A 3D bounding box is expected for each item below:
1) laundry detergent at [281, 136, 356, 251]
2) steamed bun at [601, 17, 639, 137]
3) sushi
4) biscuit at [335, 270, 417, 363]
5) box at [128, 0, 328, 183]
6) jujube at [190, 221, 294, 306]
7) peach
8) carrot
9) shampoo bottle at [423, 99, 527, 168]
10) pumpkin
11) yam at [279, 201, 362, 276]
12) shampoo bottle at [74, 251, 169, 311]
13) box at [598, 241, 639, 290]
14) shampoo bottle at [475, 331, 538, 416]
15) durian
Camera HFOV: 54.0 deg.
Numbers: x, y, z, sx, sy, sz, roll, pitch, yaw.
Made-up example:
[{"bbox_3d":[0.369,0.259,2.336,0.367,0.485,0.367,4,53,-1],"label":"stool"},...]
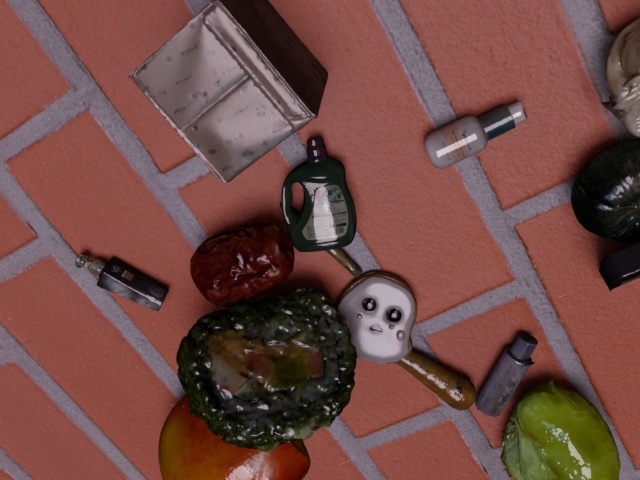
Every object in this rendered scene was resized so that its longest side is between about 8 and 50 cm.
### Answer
[{"bbox_3d":[-0.010,-0.092,1.238,0.144,0.078,0.221,-9,105,9],"label":"laundry detergent"},{"bbox_3d":[0.575,-0.301,1.069,0.218,0.144,0.211,23,129,-41],"label":"steamed bun"},{"bbox_3d":[-0.100,0.269,1.276,0.352,0.294,0.178,-11,157,-22],"label":"sushi"},{"bbox_3d":[0.120,0.170,1.364,0.181,0.049,0.208,11,107,4],"label":"biscuit"},{"bbox_3d":[-0.135,-0.273,1.039,0.190,0.297,0.225,-35,110,19],"label":"box"},{"bbox_3d":[-0.154,0.046,1.267,0.230,0.155,0.155,-21,115,31],"label":"jujube"},{"bbox_3d":[-0.209,0.469,1.427,0.380,0.306,0.242,-26,119,21],"label":"peach"},{"bbox_3d":[0.226,0.291,1.433,0.298,0.078,0.078,32,114,-7],"label":"carrot"},{"bbox_3d":[0.291,-0.201,1.172,0.192,0.074,0.074,-23,113,15],"label":"shampoo bottle"},{"bbox_3d":[0.579,-0.088,1.166,0.212,0.152,0.211,3,122,5],"label":"pumpkin"},{"bbox_3d":[0.001,-0.001,1.318,0.234,0.027,0.029,42,93,-16],"label":"yam"},{"bbox_3d":[-0.438,0.087,1.377,0.208,0.057,0.063,29,122,-9],"label":"shampoo bottle"},{"bbox_3d":[0.705,-0.006,1.179,0.350,0.211,0.058,-27,73,15],"label":"box"},{"bbox_3d":[0.424,0.304,1.422,0.072,0.072,0.214,18,117,-5],"label":"shampoo bottle"},{"bbox_3d":[0.550,0.483,1.433,0.256,0.204,0.339,9,117,12],"label":"durian"}]
